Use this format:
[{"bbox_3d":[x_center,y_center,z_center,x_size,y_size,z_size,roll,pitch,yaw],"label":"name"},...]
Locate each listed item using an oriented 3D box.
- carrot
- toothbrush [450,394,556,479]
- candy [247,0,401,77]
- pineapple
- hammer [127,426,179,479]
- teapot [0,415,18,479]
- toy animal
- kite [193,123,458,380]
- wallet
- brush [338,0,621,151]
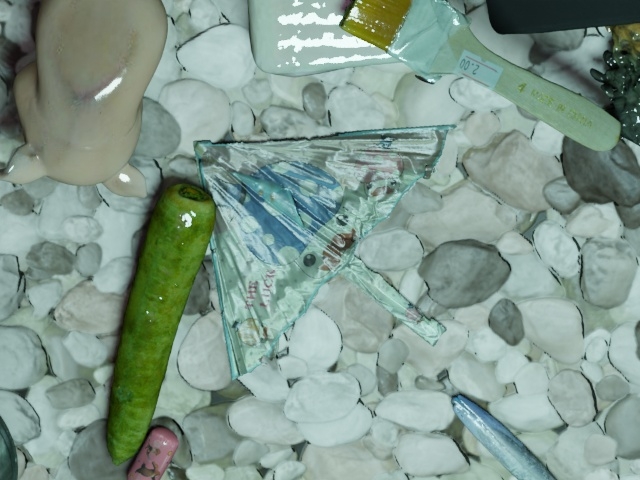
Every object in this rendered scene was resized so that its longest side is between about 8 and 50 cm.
[{"bbox_3d":[-0.195,0.103,1.896,0.074,0.074,0.358,17,110,-2],"label":"carrot"},{"bbox_3d":[0.302,0.327,1.954,0.413,0.042,0.035,44,104,-8],"label":"toothbrush"},{"bbox_3d":[0.015,-0.356,1.708,0.208,0.145,0.358,-1,107,3],"label":"candy"},{"bbox_3d":[0.360,-0.212,1.749,0.158,0.158,0.278,13,119,-1],"label":"pineapple"},{"bbox_3d":[-0.201,0.261,1.956,0.043,0.043,0.083,27,107,-5],"label":"hammer"},{"bbox_3d":[-0.524,0.276,1.874,0.322,0.239,0.239,25,105,-4],"label":"teapot"},{"bbox_3d":[-0.246,-0.174,1.771,0.166,0.154,0.250,11,110,-9],"label":"toy animal"},{"bbox_3d":[0.000,0.000,1.882,0.368,0.014,0.406,38,105,-8],"label":"kite"},{"bbox_3d":[0.253,-0.290,1.696,0.250,0.044,0.149,0,107,49],"label":"wallet"},{"bbox_3d":[0.177,-0.176,1.694,0.336,0.020,0.085,25,98,-19],"label":"brush"}]
